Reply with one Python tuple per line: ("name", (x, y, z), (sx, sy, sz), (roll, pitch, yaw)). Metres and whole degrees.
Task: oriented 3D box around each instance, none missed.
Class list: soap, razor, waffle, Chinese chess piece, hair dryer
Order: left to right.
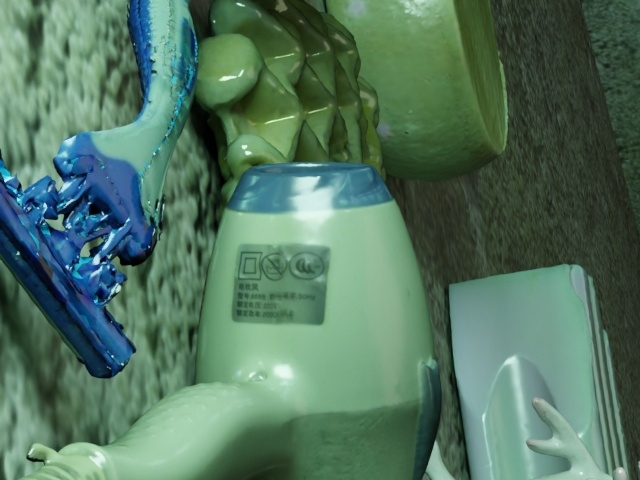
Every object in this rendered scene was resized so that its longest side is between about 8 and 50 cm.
("razor", (-0.073, -0.073, 0.836), (0.093, 0.056, 0.324), (57, 20, -25))
("hair dryer", (-0.026, 0.145, 0.859), (0.298, 0.119, 0.296), (-50, 134, -53))
("waffle", (0.000, 0.000, 1.103), (0.309, 0.056, 0.292), (-12, 93, -76))
("Chinese chess piece", (0.070, -0.156, 1.436), (0.238, 0.092, 0.238), (-11, 90, -76))
("soap", (0.192, 0.202, 1.631), (0.208, 0.115, 0.347), (32, 49, -74))

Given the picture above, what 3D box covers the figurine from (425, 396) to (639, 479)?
("figurine", (0.179, 0.257, 1.216), (0.284, 0.206, 0.316), (12, 80, -34))
